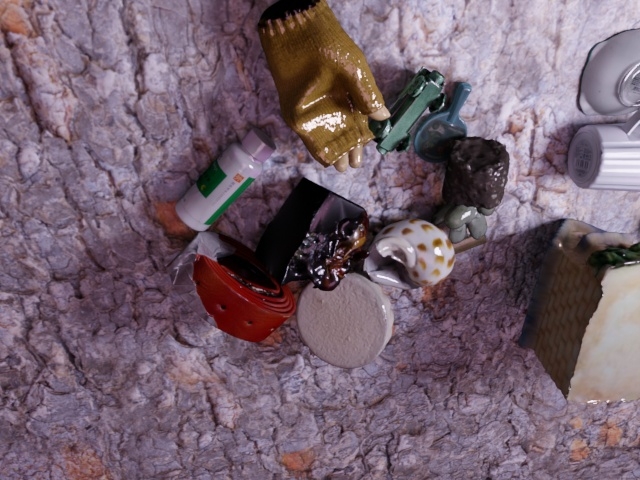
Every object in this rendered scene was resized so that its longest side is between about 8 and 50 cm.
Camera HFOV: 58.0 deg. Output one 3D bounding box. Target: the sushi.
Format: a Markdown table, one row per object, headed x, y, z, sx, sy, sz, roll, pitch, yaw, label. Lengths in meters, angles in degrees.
| x | y | z | sx | sy | sz | roll | pitch | yaw | label |
| --- | --- | --- | --- | --- | --- | --- | --- | --- | --- |
| 0.000 | -0.001 | 1.347 | 0.212 | 0.215 | 0.227 | 24 | 97 | -30 | sushi |

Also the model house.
| x | y | z | sx | sy | sz | roll | pitch | yaw | label |
| --- | --- | --- | --- | --- | --- | --- | --- | --- | --- |
| 0.754 | 0.130 | 1.458 | 0.445 | 0.400 | 0.395 | -1 | 113 | -8 | model house |

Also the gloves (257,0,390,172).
| x | y | z | sx | sy | sz | roll | pitch | yaw | label |
| --- | --- | --- | --- | --- | --- | --- | --- | --- | --- |
| 0.009 | -0.305 | 1.137 | 0.203 | 0.155 | 0.356 | -19 | 106 | 13 | gloves |

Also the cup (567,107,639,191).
| x | y | z | sx | sy | sz | roll | pitch | yaw | label |
| --- | --- | --- | --- | --- | --- | --- | --- | --- | --- |
| 0.707 | -0.219 | 1.339 | 0.202 | 0.167 | 0.221 | -1 | 109 | -6 | cup |

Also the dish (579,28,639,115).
| x | y | z | sx | sy | sz | roll | pitch | yaw | label |
| --- | --- | --- | --- | --- | --- | --- | --- | --- | --- |
| 0.701 | -0.352 | 1.285 | 0.246 | 0.078 | 0.224 | 27 | 115 | -26 | dish |

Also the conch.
| x | y | z | sx | sy | sz | roll | pitch | yaw | label |
| --- | --- | --- | --- | --- | --- | --- | --- | --- | --- |
| 0.234 | 0.033 | 1.408 | 0.275 | 0.149 | 0.182 | 28 | 141 | -25 | conch |

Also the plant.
| x | y | z | sx | sy | sz | roll | pitch | yaw | label |
| --- | --- | --- | --- | --- | --- | --- | --- | --- | --- |
| 0.351 | -0.102 | 1.349 | 0.146 | 0.149 | 0.275 | 29 | 144 | 21 | plant |

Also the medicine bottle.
| x | y | z | sx | sy | sz | roll | pitch | yaw | label |
| --- | --- | --- | --- | --- | --- | --- | --- | --- | --- |
| -0.206 | -0.133 | 1.264 | 0.260 | 0.095 | 0.095 | -41 | 122 | 19 | medicine bottle |

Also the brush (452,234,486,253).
| x | y | z | sx | sy | sz | roll | pitch | yaw | label |
| --- | --- | --- | --- | --- | --- | --- | --- | --- | --- |
| 0.321 | 0.039 | 1.518 | 0.248 | 0.036 | 0.043 | -21 | 133 | 4 | brush |

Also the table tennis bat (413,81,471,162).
| x | y | z | sx | sy | sz | roll | pitch | yaw | label |
| --- | --- | --- | --- | --- | --- | --- | --- | --- | --- |
| 0.285 | -0.263 | 1.302 | 0.124 | 0.033 | 0.201 | 8 | 128 | -18 | table tennis bat |

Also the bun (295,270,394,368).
| x | y | z | sx | sy | sz | roll | pitch | yaw | label |
| --- | --- | --- | --- | --- | --- | --- | --- | --- | --- |
| 0.080 | 0.186 | 1.506 | 0.263 | 0.175 | 0.263 | 6 | 105 | 25 | bun |

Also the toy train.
| x | y | z | sx | sy | sz | roll | pitch | yaw | label |
| --- | --- | --- | --- | --- | --- | --- | --- | --- | --- |
| 0.179 | -0.276 | 1.213 | 0.083 | 0.132 | 0.200 | 32 | 112 | -22 | toy train |

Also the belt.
| x | y | z | sx | sy | sz | roll | pitch | yaw | label |
| --- | --- | --- | --- | --- | --- | --- | --- | --- | --- |
| -0.208 | 0.103 | 1.350 | 0.115 | 0.227 | 0.324 | -44 | 124 | 16 | belt |
